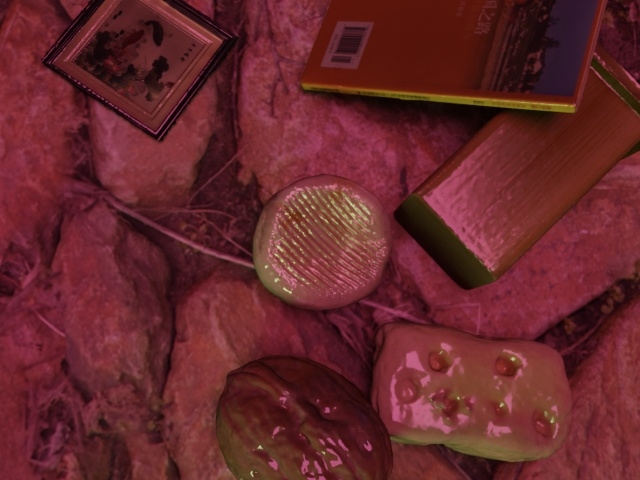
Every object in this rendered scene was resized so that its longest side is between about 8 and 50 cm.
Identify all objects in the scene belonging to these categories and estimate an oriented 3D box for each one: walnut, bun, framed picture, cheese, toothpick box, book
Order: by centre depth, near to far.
[{"bbox_3d":[-0.025,0.228,0.806,0.230,0.178,0.178,37,75,19],"label":"walnut"},{"bbox_3d":[0.193,0.195,0.883,0.263,0.093,0.159,10,78,-7],"label":"cheese"},{"bbox_3d":[0.000,0.000,0.888,0.183,0.102,0.183,-2,96,-14],"label":"bun"},{"bbox_3d":[0.175,-0.299,0.910,0.374,0.028,0.262,12,71,27],"label":"book"},{"bbox_3d":[0.265,-0.095,0.915,0.308,0.190,0.187,-42,88,-9],"label":"toothpick box"},{"bbox_3d":[-0.246,-0.262,0.950,0.199,0.010,0.195,33,76,-1],"label":"framed picture"}]
